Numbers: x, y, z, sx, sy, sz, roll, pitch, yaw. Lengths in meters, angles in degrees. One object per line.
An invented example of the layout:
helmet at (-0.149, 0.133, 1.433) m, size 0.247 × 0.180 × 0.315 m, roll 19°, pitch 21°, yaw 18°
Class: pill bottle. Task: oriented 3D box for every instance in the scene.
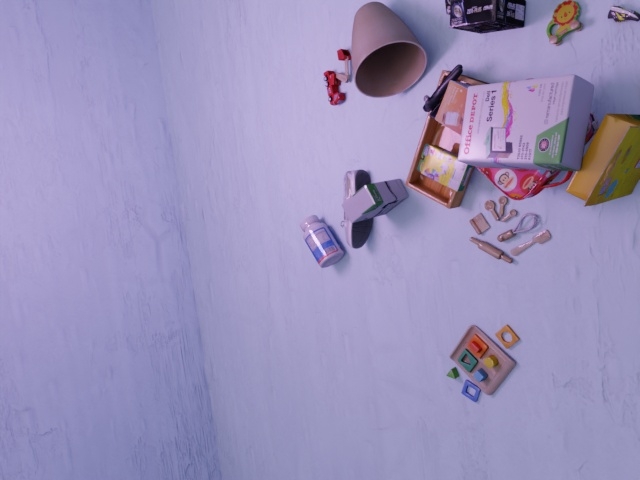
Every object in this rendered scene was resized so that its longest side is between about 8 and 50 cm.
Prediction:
pill bottle at (0.000, 0.000, 2.186) m, size 0.124 × 0.124 × 0.221 m, roll -50°, pitch 61°, yaw 41°

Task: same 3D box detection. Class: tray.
tray at (0.443, -0.337, 1.660) m, size 0.203 × 0.076 × 0.411 m, roll 36°, pitch 123°, yaw 37°

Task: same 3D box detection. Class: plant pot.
plant pot at (0.209, -0.695, 1.732) m, size 0.256 × 0.256 × 0.274 m, roll -41°, pitch 53°, yaw 44°

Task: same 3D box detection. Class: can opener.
can opener at (0.396, -0.487, 1.591) m, size 0.186 × 0.073 × 0.059 m, roll -57°, pitch 19°, yaw 35°

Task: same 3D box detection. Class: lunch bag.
lunch bag at (0.578, -0.258, 1.330) m, size 0.258 × 0.120 × 0.293 m, roll 53°, pitch 132°, yaw 25°

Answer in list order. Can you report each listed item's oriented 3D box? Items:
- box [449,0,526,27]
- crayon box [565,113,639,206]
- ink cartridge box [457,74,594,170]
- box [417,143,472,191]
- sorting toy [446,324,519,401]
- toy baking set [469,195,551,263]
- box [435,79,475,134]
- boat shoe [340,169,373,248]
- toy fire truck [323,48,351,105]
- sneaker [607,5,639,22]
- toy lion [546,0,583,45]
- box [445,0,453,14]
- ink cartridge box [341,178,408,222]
box at (0.493, -0.666, 1.447) m, size 0.147 × 0.180 × 0.078 m, roll 14°, pitch 110°, yaw 46°
crayon box at (0.721, -0.201, 1.200) m, size 0.081 × 0.318 × 0.202 m, roll 39°, pitch 125°, yaw 36°
ink cartridge box at (0.496, -0.283, 1.217) m, size 0.278 × 0.117 × 0.201 m, roll 13°, pitch 98°, yaw 50°
box at (0.409, -0.245, 1.634) m, size 0.179 × 0.043 × 0.105 m, roll 36°, pitch 124°, yaw 34°
sorting toy at (0.559, 0.423, 1.727) m, size 0.196 × 0.047 × 0.348 m, roll 44°, pitch 128°, yaw 32°
toy baking set at (0.597, -0.028, 1.592) m, size 0.256 × 0.030 × 0.197 m, roll 41°, pitch 126°, yaw 34°
box at (0.451, -0.391, 1.488) m, size 0.170 × 0.091 × 0.130 m, roll 51°, pitch 133°, yaw 47°
boat shoe at (0.140, -0.128, 2.015) m, size 0.103 × 0.118 × 0.320 m, roll 7°, pitch 100°, yaw 53°
toy fire truck at (0.077, -0.662, 2.004) m, size 0.135 × 0.047 × 0.192 m, roll -12°, pitch 91°, yaw 47°
sneaker at (0.782, -0.577, 1.268) m, size 0.083 × 0.031 × 0.035 m, roll 47°, pitch 143°, yaw 35°
toy lion at (0.677, -0.612, 1.372) m, size 0.100 × 0.034 × 0.096 m, roll -33°, pitch 68°, yaw 47°
box at (0.447, -0.765, 1.570) m, size 0.083 × 0.052 × 0.062 m, roll -3°, pitch 98°, yaw 47°
ink cartridge box at (0.209, -0.151, 1.859) m, size 0.153 × 0.208 × 0.087 m, roll -40°, pitch 73°, yaw 46°
